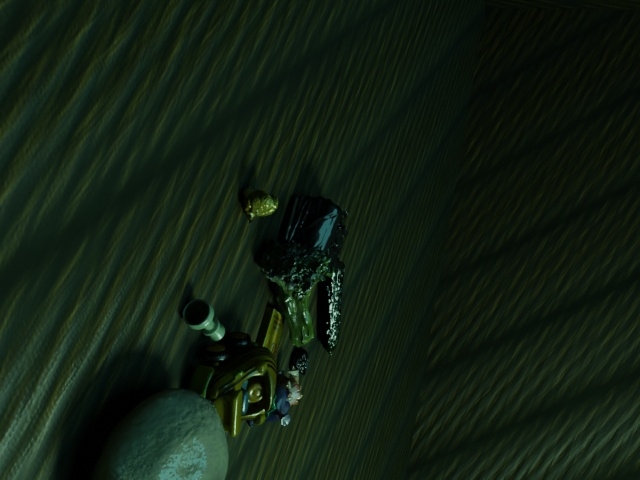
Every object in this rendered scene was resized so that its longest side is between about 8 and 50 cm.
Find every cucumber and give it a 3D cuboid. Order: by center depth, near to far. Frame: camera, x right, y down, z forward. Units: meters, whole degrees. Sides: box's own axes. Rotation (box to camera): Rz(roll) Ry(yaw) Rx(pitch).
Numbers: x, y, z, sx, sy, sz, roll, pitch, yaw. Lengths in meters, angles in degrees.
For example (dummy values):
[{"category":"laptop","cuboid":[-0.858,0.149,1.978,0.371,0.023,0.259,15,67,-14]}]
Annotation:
[{"category":"cucumber","cuboid":[0.027,0.195,1.908,0.072,0.072,0.300,-34,132,-61]}]

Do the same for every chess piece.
[{"category":"chess piece","cuboid":[-0.224,0.170,1.315,0.149,0.059,0.059,71,35,-60]}]

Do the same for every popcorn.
[{"category":"popcorn","cuboid":[-0.135,-0.070,1.413,0.084,0.084,0.084,9,90,-68]}]

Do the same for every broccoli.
[{"category":"broccoli","cuboid":[-0.056,0.140,1.580,0.146,0.164,0.304,-66,158,-47]}]

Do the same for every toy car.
[{"category":"toy car","cuboid":[-0.166,0.312,1.382,0.248,0.142,0.201,-28,125,-61]}]

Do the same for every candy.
[{"category":"candy","cuboid":[-0.265,0.391,1.124,0.295,0.185,0.296,14,90,-71]}]

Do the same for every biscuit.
[{"category":"biscuit","cuboid":[-0.057,0.339,1.814,0.087,0.027,0.089,-47,141,-55]}]

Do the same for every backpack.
[{"category":"backpack","cuboid":[0.000,0.000,1.711,0.258,0.133,0.206,61,46,-67]}]

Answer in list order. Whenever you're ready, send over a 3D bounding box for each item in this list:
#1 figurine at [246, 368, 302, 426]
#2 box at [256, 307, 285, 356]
[{"category":"figurine","cuboid":[-0.103,0.386,1.615,0.195,0.111,0.102,-9,87,-66]},{"category":"box","cuboid":[-0.128,0.249,1.612,0.089,0.022,0.156,50,52,-61]}]
